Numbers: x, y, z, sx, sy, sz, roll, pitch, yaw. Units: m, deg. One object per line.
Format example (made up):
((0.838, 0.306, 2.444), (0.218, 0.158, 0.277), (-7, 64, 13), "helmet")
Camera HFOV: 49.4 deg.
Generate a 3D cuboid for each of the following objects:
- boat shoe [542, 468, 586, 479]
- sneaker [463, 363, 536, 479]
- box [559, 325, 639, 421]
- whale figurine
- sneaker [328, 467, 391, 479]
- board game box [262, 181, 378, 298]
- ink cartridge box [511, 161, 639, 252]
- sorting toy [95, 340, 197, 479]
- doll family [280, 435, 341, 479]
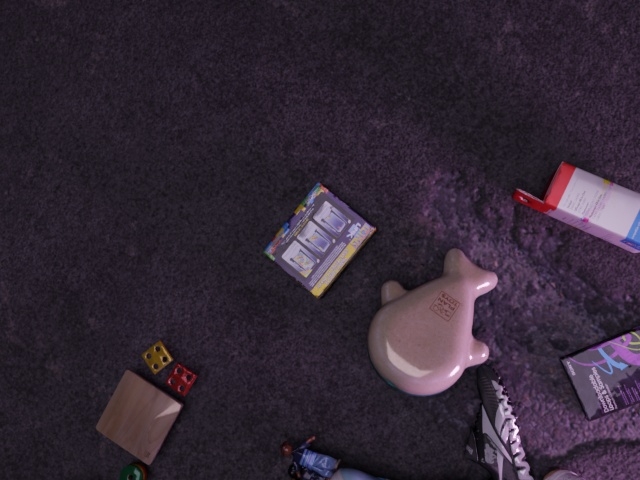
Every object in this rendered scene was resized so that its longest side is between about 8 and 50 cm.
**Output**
((0.413, 0.525, 1.138), (0.098, 0.096, 0.277), (-1, 86, -16), "boat shoe")
((0.292, 0.334, 1.197), (0.106, 0.078, 0.235), (-17, 85, 8), "sneaker")
((0.507, 0.225, 1.185), (0.162, 0.029, 0.116), (-25, 82, 10), "box")
((0.196, 0.146, 1.220), (0.216, 0.141, 0.272), (34, 69, 11), "whale figurine")
((0.196, 0.458, 1.188), (0.365, 0.135, 0.150), (28, 92, 2), "sneaker")
((0.000, 0.000, 1.295), (0.141, 0.048, 0.170), (40, 94, 9), "board game box")
((0.444, -0.062, 1.162), (0.231, 0.134, 0.078), (26, 93, 12), "ink cartridge box")
((-0.339, 0.329, 1.344), (0.132, 0.046, 0.275), (29, 93, 12), "sorting toy")
((-0.037, 0.445, 1.265), (0.111, 0.076, 0.193), (20, 86, 17), "doll family")
